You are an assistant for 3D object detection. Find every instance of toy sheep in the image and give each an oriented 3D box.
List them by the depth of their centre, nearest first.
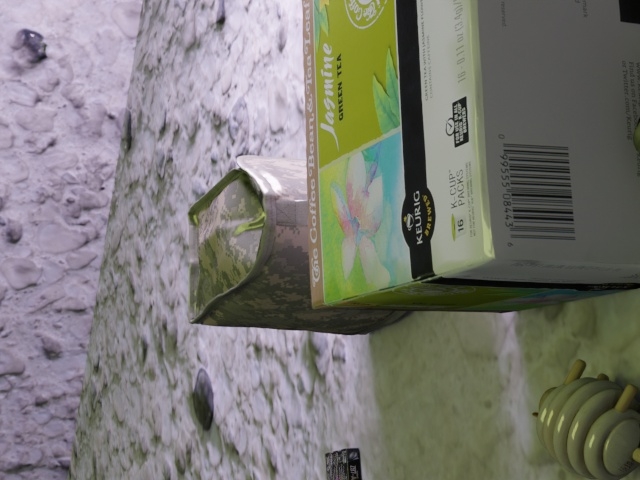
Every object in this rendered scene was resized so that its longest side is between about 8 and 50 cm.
[{"bbox_3d":[0.229,0.154,1.013,0.132,0.091,0.091,26,112,59],"label":"toy sheep"}]

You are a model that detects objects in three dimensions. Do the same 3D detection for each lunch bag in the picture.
[{"bbox_3d":[0.000,0.000,1.358,0.287,0.235,0.169,146,126,-62],"label":"lunch bag"}]

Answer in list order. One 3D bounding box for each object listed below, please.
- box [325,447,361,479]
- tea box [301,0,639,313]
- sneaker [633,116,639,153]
[{"bbox_3d":[0.029,0.304,1.532,0.067,0.018,0.083,147,123,-62],"label":"box"},{"bbox_3d":[0.144,-0.114,1.061,0.323,0.220,0.329,156,114,-65],"label":"tea box"},{"bbox_3d":[0.301,-0.151,0.851,0.227,0.087,0.130,-51,31,39],"label":"sneaker"}]
